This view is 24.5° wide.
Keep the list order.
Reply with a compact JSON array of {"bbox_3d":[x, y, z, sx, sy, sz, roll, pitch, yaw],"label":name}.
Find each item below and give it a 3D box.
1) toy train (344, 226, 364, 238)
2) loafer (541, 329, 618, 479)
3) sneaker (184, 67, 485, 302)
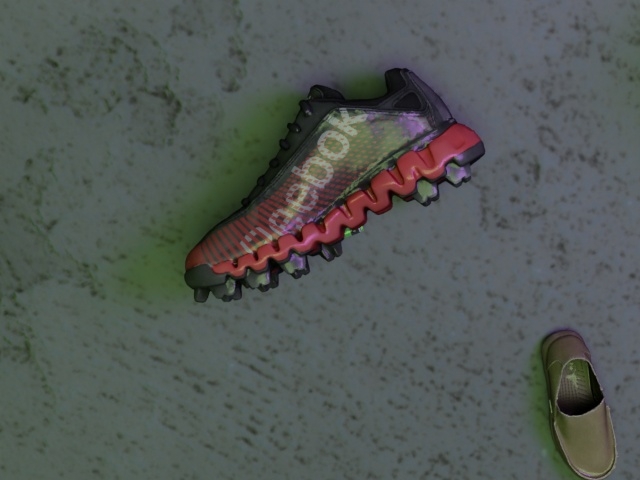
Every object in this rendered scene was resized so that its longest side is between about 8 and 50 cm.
[{"bbox_3d":[0.000,0.000,1.301,0.083,0.023,0.017,-22,103,6],"label":"toy train"},{"bbox_3d":[0.232,0.155,1.327,0.056,0.050,0.148,-18,103,5],"label":"loafer"},{"bbox_3d":[-0.006,-0.052,1.242,0.276,0.097,0.135,-30,86,1],"label":"sneaker"}]
